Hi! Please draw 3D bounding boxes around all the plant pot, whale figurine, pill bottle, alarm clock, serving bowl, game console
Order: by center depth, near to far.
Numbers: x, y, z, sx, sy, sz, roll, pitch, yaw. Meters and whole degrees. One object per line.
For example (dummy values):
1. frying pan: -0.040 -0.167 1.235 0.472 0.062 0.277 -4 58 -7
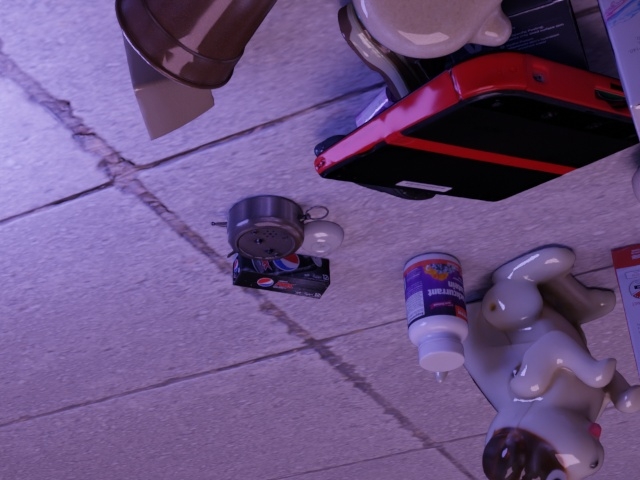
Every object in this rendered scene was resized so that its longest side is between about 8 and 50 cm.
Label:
1. whale figurine: 0.162 -0.327 1.177 0.272 0.141 0.216 -29 105 4
2. plant pot: -0.126 -0.293 1.186 0.167 0.167 0.165 22 132 -32
3. plant pot: -0.197 -0.215 1.347 0.096 0.109 0.109 -14 147 -4
4. game console: 0.235 -0.142 1.387 0.386 0.060 0.342 6 161 -39
5. alarm clock: -0.074 -0.022 1.690 0.192 0.064 0.129 -19 143 19
6. serving bowl: 0.000 0.000 1.754 0.083 0.027 0.083 -1 146 -1
7. pill bottle: 0.207 0.130 1.814 0.108 0.194 0.108 -2 148 -1

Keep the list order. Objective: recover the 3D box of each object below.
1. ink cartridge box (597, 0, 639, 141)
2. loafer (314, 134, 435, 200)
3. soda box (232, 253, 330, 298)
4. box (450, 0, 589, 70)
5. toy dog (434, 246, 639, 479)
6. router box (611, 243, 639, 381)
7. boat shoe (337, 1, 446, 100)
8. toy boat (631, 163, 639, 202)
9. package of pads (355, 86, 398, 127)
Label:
1. ink cartridge box: 0.404 -0.225 1.170 0.131 0.306 0.226 -16 144 20
2. loafer: 0.090 -0.114 1.554 0.223 0.076 0.078 16 180 -36
3. soda box: -0.070 0.057 1.814 0.168 0.053 0.060 9 145 -18
4. box: 0.246 -0.265 1.295 0.156 0.093 0.158 -14 146 18
5. toy dog: 0.381 0.271 1.847 0.395 0.408 0.284 -17 144 21
6. router box: 0.697 0.123 1.735 0.335 0.301 0.082 -14 146 17
7. boat shoe: 0.133 -0.234 1.341 0.095 0.095 0.257 -28 139 25
8. toy boat: 0.648 -0.119 1.525 0.267 0.148 0.318 19 149 -22
9. package of pads: 0.093 -0.183 1.470 0.050 0.032 0.083 15 144 -27
